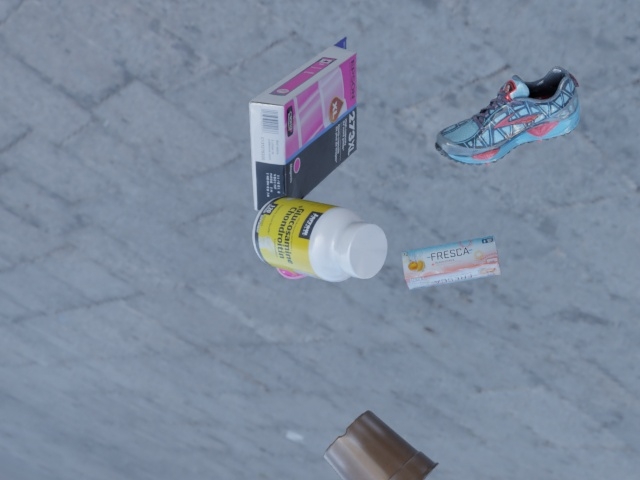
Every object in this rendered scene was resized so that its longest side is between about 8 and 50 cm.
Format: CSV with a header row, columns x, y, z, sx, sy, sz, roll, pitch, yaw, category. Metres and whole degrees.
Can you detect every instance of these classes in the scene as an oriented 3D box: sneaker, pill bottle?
x,y,z,sx,sy,sz,roll,pitch,yaw,category
0.303,-0.217,1.721,0.104,0.262,0.125,-125,18,-47,sneaker
0.000,0.000,1.429,0.184,0.103,0.103,12,155,45,pill bottle

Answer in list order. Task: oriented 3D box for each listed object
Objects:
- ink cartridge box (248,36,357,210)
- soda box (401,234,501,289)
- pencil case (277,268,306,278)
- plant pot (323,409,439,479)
x,y,z,sx,sy,sz,roll,pitch,yaw,category
-0.006,-0.194,1.672,0.069,0.371,0.175,9,118,19,ink cartridge box
0.250,0.044,2.002,0.183,0.063,0.058,-10,153,10,soda box
-0.027,0.008,2.245,0.124,0.124,0.284,22,-172,7,pencil case
0.105,0.415,1.938,0.165,0.167,0.167,45,161,14,plant pot
